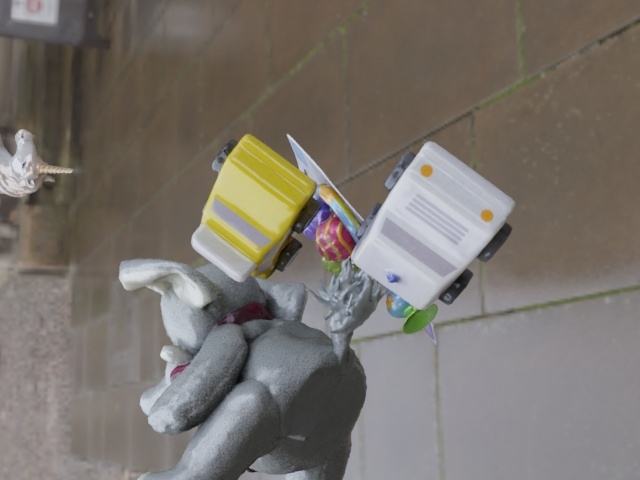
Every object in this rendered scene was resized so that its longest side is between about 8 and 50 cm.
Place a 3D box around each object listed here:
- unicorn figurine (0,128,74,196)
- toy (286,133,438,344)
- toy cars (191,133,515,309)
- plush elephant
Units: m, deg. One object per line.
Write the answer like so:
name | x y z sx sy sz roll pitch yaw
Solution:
unicorn figurine | -0.255 -0.074 0.712 0.060 0.161 0.111 110 145 -84
toy | 0.028 0.009 1.088 0.237 0.056 0.137 46 168 32
toy cars | 0.000 0.000 0.887 0.393 0.176 0.087 8 51 47
plush elephant | -0.095 0.132 1.092 0.255 0.271 0.330 26 92 42
